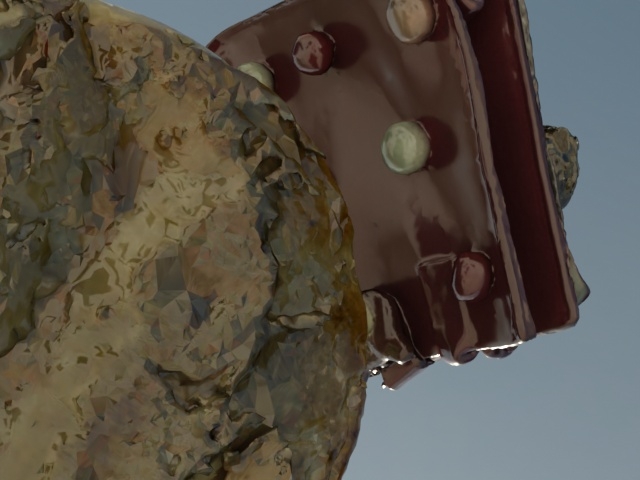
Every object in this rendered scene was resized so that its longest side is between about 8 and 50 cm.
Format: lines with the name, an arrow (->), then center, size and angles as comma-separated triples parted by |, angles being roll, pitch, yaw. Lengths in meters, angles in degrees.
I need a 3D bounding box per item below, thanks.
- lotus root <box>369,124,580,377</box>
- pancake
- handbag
lotus root -> 0.000, 0.000, 1.159 | 0.397, 0.179, 0.196 | -17, -124, -17
pancake -> -0.145, 0.068, 0.706 | 0.071, 0.382, 0.382 | 1, -98, 56
handbag -> 0.029, -0.031, 0.867 | 0.203, 0.074, 0.216 | -14, -95, 50
